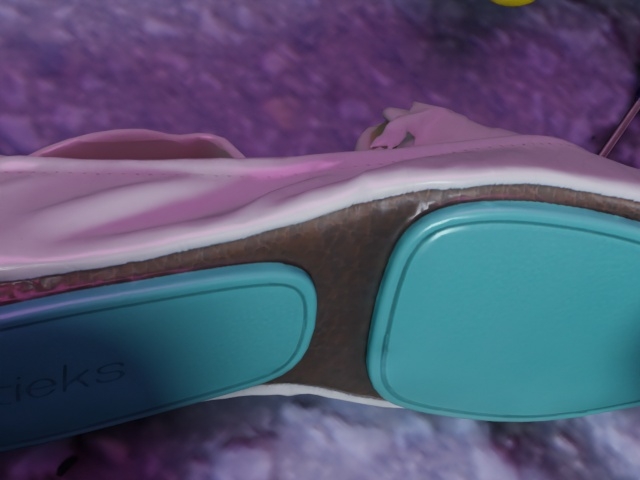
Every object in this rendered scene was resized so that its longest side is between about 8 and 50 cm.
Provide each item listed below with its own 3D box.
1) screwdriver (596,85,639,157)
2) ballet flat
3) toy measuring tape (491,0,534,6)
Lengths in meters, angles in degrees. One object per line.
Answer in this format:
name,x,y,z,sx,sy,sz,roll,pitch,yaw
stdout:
screwdriver,0.152,-0.057,0.861,0.025,0.024,0.170,47,60,-25
ballet flat,0.000,0.000,0.719,0.400,0.139,0.139,-3,63,-20
toy measuring tape,0.055,-0.242,0.883,0.121,0.121,0.330,4,51,-17
